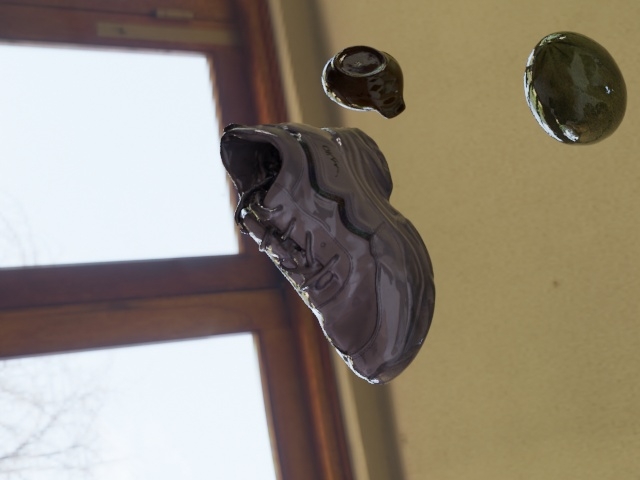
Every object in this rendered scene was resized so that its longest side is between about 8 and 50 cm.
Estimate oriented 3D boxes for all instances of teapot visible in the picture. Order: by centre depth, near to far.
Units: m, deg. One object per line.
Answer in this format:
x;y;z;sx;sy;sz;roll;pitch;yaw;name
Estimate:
0.060;-0.198;1.468;0.129;0.098;0.078;38;-27;41;teapot

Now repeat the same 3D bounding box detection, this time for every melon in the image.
0.258;-0.154;1.156;0.098;0.131;0.098;-27;-147;19;melon

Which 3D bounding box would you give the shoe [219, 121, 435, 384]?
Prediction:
0.000;0.000;0.903;0.095;0.137;0.245;-51;-137;41;shoe
